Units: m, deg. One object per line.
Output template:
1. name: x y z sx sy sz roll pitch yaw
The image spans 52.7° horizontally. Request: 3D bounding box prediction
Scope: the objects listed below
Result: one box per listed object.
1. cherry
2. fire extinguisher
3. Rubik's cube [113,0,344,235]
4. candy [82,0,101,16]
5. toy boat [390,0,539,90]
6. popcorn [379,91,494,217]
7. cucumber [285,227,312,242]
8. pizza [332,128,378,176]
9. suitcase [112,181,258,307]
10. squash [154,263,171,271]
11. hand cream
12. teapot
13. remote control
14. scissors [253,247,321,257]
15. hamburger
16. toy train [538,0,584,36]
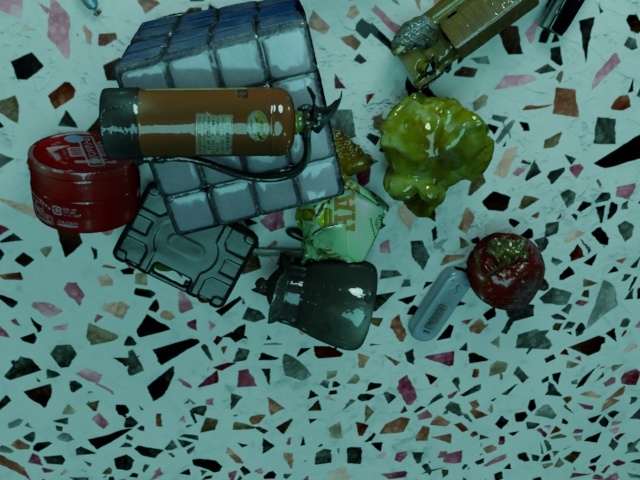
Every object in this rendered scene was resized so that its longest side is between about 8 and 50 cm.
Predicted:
1. cherry: 0.475 0.091 1.652 0.192 0.175 0.249 -44 128 -16
2. fire extinguisher: -0.158 -0.181 1.074 0.377 0.113 0.200 -2 162 -5
3. Rubik's cube: -0.166 -0.258 1.265 0.345 0.337 0.343 -13 121 1
4. candy: -0.458 -0.483 1.273 0.030 0.020 0.083 -26 121 9
5. toy boat: 0.345 -0.486 1.308 0.446 0.162 0.136 -35 116 12
6. popcorn: 0.241 -0.193 1.425 0.277 0.225 0.276 -2 116 -5
7. cucumber: 0.000 0.000 1.614 0.184 0.033 0.036 12 143 -14
8. pizza: 0.039 -0.201 1.497 0.178 0.041 0.130 -15 127 3
9. suitcase: -0.310 0.012 1.500 0.286 0.066 0.206 28 91 -12
10. squash: -0.313 0.027 1.568 0.201 0.066 0.066 -16 121 -7
11. hand cream: -0.493 -0.124 1.361 0.231 0.230 0.149 4 118 -11
12. teapot: -0.022 0.135 1.610 0.285 0.305 0.223 13 88 -4
13. remote control: 0.323 0.176 1.754 0.087 0.047 0.244 22 113 -16
14. scissors: -0.038 0.037 1.622 0.300 0.022 0.109 4 146 -4
15. hamburger: 0.028 -0.043 1.513 0.214 0.125 0.235 26 104 -31
16. toy train: 0.550 -0.561 1.363 0.055 0.048 0.251 18 111 -29
